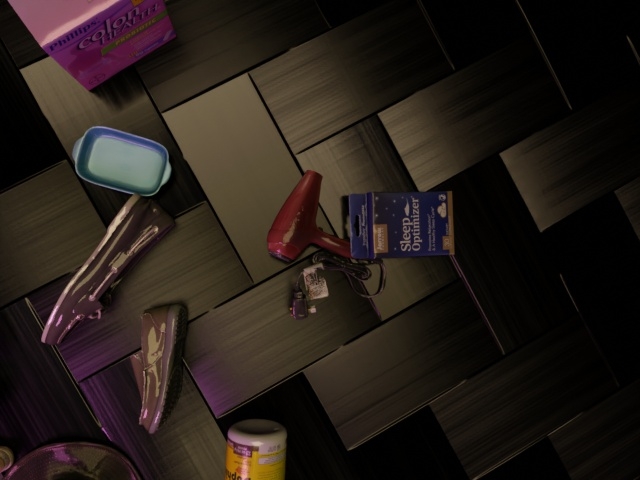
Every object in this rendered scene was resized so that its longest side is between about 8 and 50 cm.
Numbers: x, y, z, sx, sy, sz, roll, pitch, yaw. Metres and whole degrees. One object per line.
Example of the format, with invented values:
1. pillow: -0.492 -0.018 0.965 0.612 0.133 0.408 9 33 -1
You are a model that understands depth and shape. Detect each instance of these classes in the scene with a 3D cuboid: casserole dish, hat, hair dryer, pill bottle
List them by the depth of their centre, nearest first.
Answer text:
1. hat: -0.486 0.556 0.982 0.332 0.134 0.330 0 90 -6
2. pill bottle: -0.128 0.470 1.032 0.118 0.117 0.214 3 89 -7
3. casserole dish: -0.388 -0.154 1.046 0.189 0.037 0.114 15 88 -7
4. hair dryer: 0.000 0.000 1.088 0.224 0.080 0.293 -18 97 -23

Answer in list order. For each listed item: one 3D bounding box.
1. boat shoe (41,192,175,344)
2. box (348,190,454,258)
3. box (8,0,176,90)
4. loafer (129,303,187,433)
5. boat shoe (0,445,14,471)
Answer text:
1. boat shoe: -0.401 0.069 1.003 0.096 0.112 0.335 33 87 -9
2. box: 0.170 -0.033 1.092 0.226 0.036 0.136 -2 90 -18
3. box: -0.393 -0.403 0.943 0.214 0.243 0.117 -35 93 -7
4. loafer: -0.321 0.244 1.033 0.088 0.094 0.250 7 84 5
5. boat shoe: -0.677 0.429 0.995 0.170 0.059 0.062 -11 91 -7
